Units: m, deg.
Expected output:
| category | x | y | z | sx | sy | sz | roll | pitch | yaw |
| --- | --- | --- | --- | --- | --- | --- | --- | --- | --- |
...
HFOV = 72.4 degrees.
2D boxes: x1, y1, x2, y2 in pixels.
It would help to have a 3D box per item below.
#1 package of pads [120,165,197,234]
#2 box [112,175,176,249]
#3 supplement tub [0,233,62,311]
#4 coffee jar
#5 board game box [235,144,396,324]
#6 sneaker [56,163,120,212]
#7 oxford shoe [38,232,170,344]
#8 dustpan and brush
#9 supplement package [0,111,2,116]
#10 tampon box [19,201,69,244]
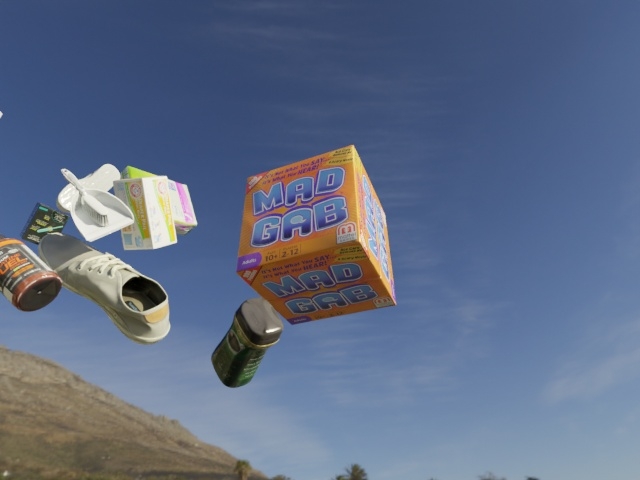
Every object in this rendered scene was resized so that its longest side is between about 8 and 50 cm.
| category | x | y | z | sx | sy | sz | roll | pitch | yaw |
| --- | --- | --- | --- | --- | --- | --- | --- | --- | --- |
| package of pads | -0.657 | -0.149 | 1.772 | 0.101 | 0.229 | 0.296 | -34 | -27 | 26 |
| box | -0.508 | -0.082 | 1.271 | 0.114 | 0.203 | 0.103 | -3 | 9 | 21 |
| supplement tub | -0.692 | 0.066 | 0.991 | 0.197 | 0.106 | 0.106 | 35 | -34 | 16 |
| coffee jar | -0.144 | 0.200 | 0.859 | 0.079 | 0.096 | 0.184 | -5 | -42 | -44 |
| board game box | 0.000 | 0.000 | 1.343 | 0.356 | 0.357 | 0.356 | -14 | -38 | 18 |
| sneaker | -0.855 | -0.156 | 1.557 | 0.169 | 0.293 | 0.108 | -24 | -68 | 24 |
| oxford shoe | -0.574 | 0.098 | 1.183 | 0.449 | 0.169 | 0.130 | 35 | -59 | 14 |
| dustpan and brush | -0.616 | -0.107 | 1.157 | 0.211 | 0.147 | 0.060 | 39 | -50 | 12 |
| supplement package | -0.983 | -0.349 | 1.138 | 0.149 | 0.203 | 0.194 | -34 | -51 | -6 |
| tampon box | -1.178 | -0.063 | 1.868 | 0.120 | 0.161 | 0.101 | 31 | -10 | -40 |
